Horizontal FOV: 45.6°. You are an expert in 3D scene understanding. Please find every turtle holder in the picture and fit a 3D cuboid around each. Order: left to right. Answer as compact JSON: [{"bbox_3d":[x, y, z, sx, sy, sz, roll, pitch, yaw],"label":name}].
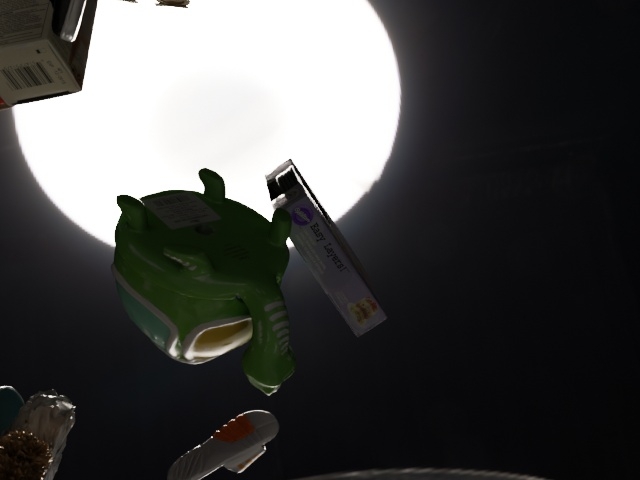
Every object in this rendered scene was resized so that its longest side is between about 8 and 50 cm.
[{"bbox_3d":[-0.150,0.062,1.100,0.320,0.228,0.243,20,31,10],"label":"turtle holder"}]

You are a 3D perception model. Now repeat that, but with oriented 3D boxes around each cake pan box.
[{"bbox_3d":[0.000,0.000,1.284,0.070,0.267,0.246,-33,19,3],"label":"cake pan box"}]

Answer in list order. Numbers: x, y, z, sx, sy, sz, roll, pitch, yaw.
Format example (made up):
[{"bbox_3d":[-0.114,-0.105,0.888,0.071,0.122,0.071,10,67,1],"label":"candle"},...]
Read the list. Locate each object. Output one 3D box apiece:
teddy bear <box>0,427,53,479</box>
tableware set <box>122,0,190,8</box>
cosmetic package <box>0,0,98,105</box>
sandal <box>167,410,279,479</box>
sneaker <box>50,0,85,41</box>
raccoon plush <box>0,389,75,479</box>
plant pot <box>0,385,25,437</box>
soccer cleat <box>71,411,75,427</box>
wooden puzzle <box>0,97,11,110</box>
[{"bbox_3d":[-0.327,0.369,0.808,0.245,0.338,0.113,-39,16,-14],"label":"teddy bear"},{"bbox_3d":[-0.274,-0.402,1.219,0.141,0.020,0.168,6,-1,-17],"label":"tableware set"},{"bbox_3d":[-0.503,-0.400,1.370,0.153,0.296,0.129,-8,-34,10],"label":"cosmetic package"},{"bbox_3d":[-0.203,0.462,1.643,0.265,0.102,0.076,-30,-54,-2],"label":"sandal"},{"bbox_3d":[-0.349,-0.359,0.954,0.121,0.217,0.079,11,-18,-23],"label":"sneaker"},{"bbox_3d":[-0.515,0.370,0.960,0.299,0.447,0.216,18,-14,0],"label":"raccoon plush"},{"bbox_3d":[-0.753,0.461,1.596,0.195,0.290,0.290,-4,-14,-1],"label":"plant pot"},{"bbox_3d":[-0.511,0.353,1.471,0.029,0.036,0.083,26,18,31],"label":"soccer cleat"},{"bbox_3d":[-0.879,-0.411,1.934,0.238,0.044,0.221,-37,-36,-44],"label":"wooden puzzle"}]
